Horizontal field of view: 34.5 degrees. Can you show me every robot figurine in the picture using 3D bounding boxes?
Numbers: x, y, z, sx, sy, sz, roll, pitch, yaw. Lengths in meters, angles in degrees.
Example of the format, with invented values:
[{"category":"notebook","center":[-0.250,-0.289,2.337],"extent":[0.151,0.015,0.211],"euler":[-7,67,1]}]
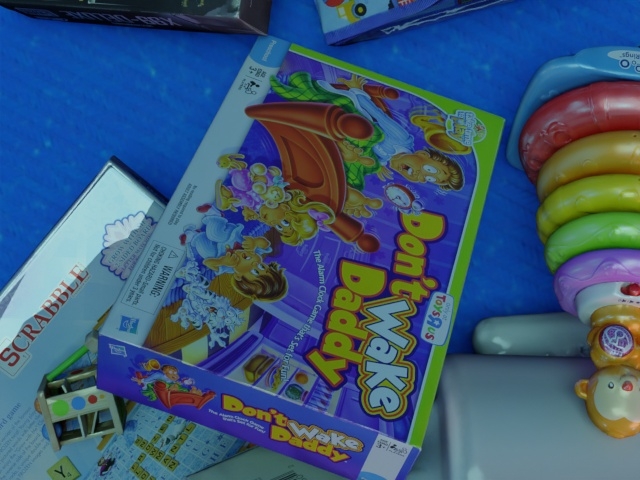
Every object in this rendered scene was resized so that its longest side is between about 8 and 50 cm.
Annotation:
[{"category":"robot figurine","center":[0.200,0.195,0.857],"extent":[0.353,0.200,0.300],"euler":[3,65,-4]}]

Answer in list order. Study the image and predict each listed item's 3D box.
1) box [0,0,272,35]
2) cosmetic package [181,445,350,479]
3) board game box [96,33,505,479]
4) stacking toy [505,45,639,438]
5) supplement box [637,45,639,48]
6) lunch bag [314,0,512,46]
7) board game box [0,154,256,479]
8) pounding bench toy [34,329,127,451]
[{"category":"box","center":[-0.149,-0.344,0.900],"extent":[0.242,0.076,0.308],"euler":[7,92,18]},{"category":"cosmetic package","center":[-0.018,0.328,0.825],"extent":[0.113,0.160,0.310],"euler":[-18,122,-29]},{"category":"board game box","center":[0.000,0.000,0.827],"extent":[0.233,0.078,0.347],"euler":[19,50,2]},{"category":"stacking toy","center":[0.235,0.010,0.817],"extent":[0.175,0.166,0.302],"euler":[10,61,1]},{"category":"supplement box","center":[0.327,-0.149,0.930],"extent":[0.083,0.043,0.055],"euler":[2,91,3]},{"category":"lunch bag","center":[0.097,-0.310,0.911],"extent":[0.293,0.138,0.221],"euler":[-15,89,17]},{"category":"board game box","center":[-0.160,0.146,0.914],"extent":[0.318,0.066,0.319],"euler":[40,92,-12]},{"category":"pounding bench toy","center":[-0.201,0.120,0.843],"extent":[0.065,0.052,0.083],"euler":[-14,101,-5]}]
